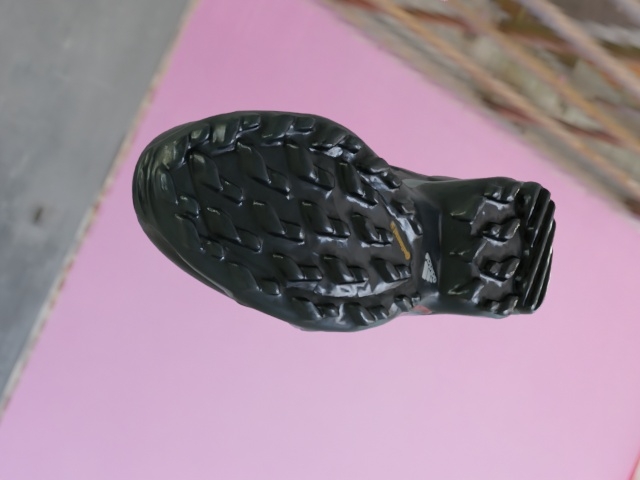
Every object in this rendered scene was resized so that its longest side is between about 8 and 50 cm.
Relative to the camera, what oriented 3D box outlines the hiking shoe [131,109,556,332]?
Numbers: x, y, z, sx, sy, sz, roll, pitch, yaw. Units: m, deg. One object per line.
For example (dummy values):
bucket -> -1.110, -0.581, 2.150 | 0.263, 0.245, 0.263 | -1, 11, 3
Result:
hiking shoe -> 0.000, 0.000, 0.905 | 0.132, 0.113, 0.304 | -1, -10, 45
